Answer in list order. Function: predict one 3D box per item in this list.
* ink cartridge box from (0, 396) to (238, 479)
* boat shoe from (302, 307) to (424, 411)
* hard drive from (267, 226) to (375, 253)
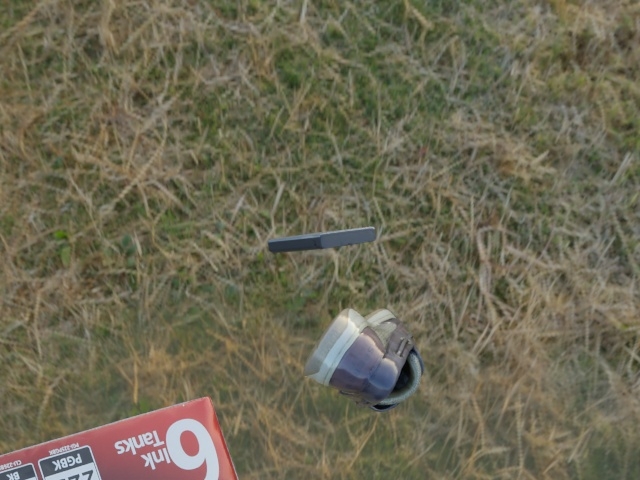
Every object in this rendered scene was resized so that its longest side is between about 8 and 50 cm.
[{"bbox_3d":[-0.189,0.290,0.650,0.309,0.130,0.272,-11,73,-41],"label":"ink cartridge box"},{"bbox_3d":[0.059,0.130,0.936,0.092,0.285,0.103,37,90,15],"label":"boat shoe"},{"bbox_3d":[0.000,0.000,1.279,0.094,0.135,0.022,-8,91,-35],"label":"hard drive"}]
